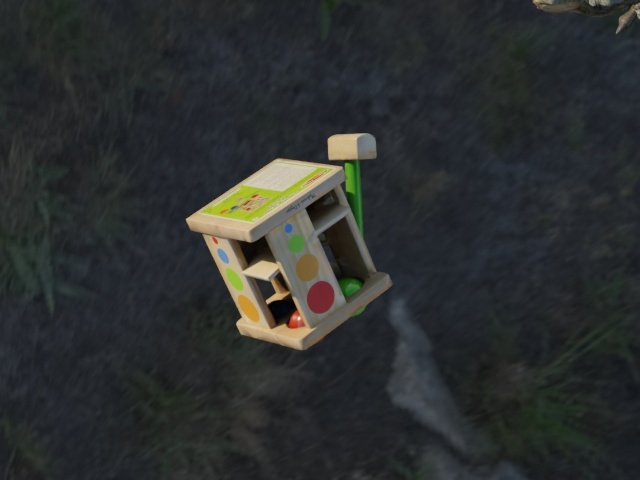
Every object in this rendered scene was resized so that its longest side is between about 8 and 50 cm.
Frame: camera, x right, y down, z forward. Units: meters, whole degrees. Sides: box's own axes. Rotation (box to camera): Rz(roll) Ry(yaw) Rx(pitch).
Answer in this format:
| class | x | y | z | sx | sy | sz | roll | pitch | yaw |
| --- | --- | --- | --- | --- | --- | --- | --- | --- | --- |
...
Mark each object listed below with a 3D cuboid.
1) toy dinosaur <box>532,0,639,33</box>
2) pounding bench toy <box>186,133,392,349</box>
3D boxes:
| class | x | y | z | sx | sy | sz | roll | pitch | yaw |
| --- | --- | --- | --- | --- | --- | --- | --- | --- | --- |
| toy dinosaur | 0.211 | -0.182 | 0.993 | 0.064 | 0.118 | 0.268 | 45 | 68 | 1 |
| pounding bench toy | 0.000 | 0.000 | 0.749 | 0.083 | 0.052 | 0.065 | -35 | 114 | -26 |
